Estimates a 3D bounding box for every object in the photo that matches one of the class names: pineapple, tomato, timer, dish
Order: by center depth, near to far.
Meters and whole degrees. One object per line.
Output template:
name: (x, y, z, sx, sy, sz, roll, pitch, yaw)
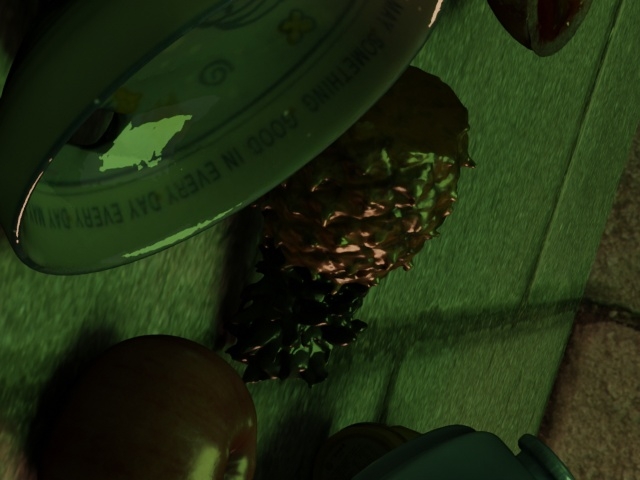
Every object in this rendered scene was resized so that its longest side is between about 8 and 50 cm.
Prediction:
dish: (-0.077, -0.114, 1.041, 0.273, 0.134, 0.273, -33, 163, -11)
pineapple: (0.000, 0.000, 1.446, 0.158, 0.157, 0.279, -45, 162, -59)
timer: (0.087, 0.332, 1.805, 0.395, 0.173, 0.395, -35, 156, -18)
tomato: (0.197, -0.293, 1.828, 0.199, 0.112, 0.228, 3, 106, -67)

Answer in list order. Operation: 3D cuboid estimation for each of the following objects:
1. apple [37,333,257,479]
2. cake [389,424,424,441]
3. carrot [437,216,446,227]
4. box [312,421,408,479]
apple: (-0.105, 0.135, 1.242, 0.153, 0.120, 0.153, 18, 90, -74)
cake: (0.169, 0.393, 2.149, 0.332, 0.321, 0.332, 17, 90, -77)
carrot: (0.095, -0.042, 1.860, 0.298, 0.078, 0.078, 54, 55, -77)
box: (0.045, 0.230, 1.919, 0.037, 0.105, 0.106, -2, 110, -68)
